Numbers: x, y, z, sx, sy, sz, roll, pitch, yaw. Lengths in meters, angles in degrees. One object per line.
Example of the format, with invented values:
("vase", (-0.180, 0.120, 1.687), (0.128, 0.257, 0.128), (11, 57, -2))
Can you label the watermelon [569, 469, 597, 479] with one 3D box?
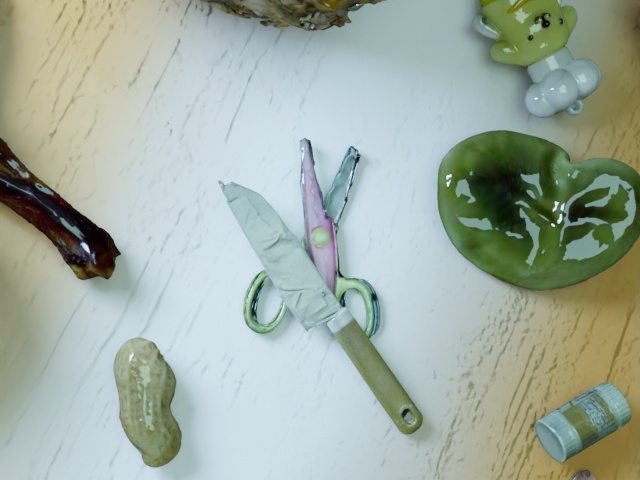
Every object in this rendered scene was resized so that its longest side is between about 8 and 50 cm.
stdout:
("watermelon", (0.229, 0.335, 1.065), (0.207, 0.136, 0.202), (11, 39, 10))

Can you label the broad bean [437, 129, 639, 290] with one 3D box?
("broad bean", (0.210, -0.029, 1.089), (0.206, 0.072, 0.153), (4, 81, -6))

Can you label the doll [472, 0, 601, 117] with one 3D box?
("doll", (0.216, -0.196, 1.104), (0.106, 0.062, 0.162), (-30, 95, -14))

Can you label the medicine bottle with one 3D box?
("medicine bottle", (0.254, 0.175, 1.086), (0.083, 0.047, 0.047), (-26, 93, -17))

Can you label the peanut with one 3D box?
("peanut", (-0.147, 0.138, 0.961), (0.054, 0.054, 0.113), (-11, 90, -18))

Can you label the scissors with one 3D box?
("scissors", (0.000, 0.000, 1.037), (0.133, 0.020, 0.187), (8, 84, -20))

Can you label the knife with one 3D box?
("knife", (0.000, 0.063, 1.015), (0.047, 0.017, 0.298), (-36, 103, -7))

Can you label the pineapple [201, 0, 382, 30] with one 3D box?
("pineapple", (-0.045, -0.340, 0.909), (0.352, 0.352, 0.300), (17, 90, -15))

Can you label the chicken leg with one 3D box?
("chicken leg", (-0.302, -0.130, 0.923), (0.158, 0.096, 0.407), (-32, 97, -37))
